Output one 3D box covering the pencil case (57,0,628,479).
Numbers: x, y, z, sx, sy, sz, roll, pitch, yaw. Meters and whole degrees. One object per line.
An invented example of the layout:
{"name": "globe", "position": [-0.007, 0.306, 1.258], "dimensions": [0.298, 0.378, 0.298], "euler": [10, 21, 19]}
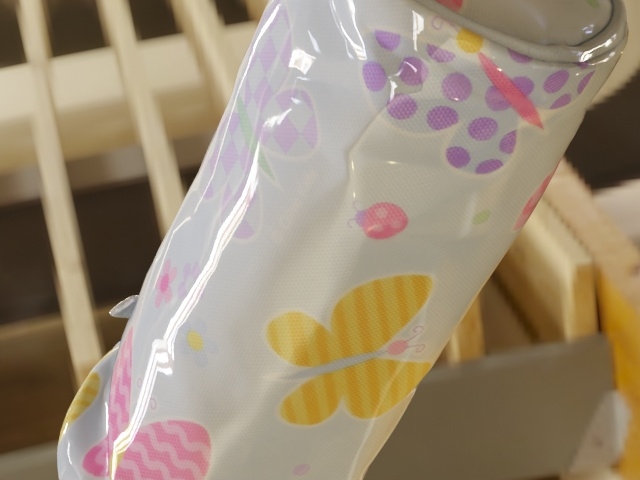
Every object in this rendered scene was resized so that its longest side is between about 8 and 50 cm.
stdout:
{"name": "pencil case", "position": [0.000, 0.000, 0.672], "dimensions": [0.113, 0.273, 0.124], "euler": [12, -143, -25]}
